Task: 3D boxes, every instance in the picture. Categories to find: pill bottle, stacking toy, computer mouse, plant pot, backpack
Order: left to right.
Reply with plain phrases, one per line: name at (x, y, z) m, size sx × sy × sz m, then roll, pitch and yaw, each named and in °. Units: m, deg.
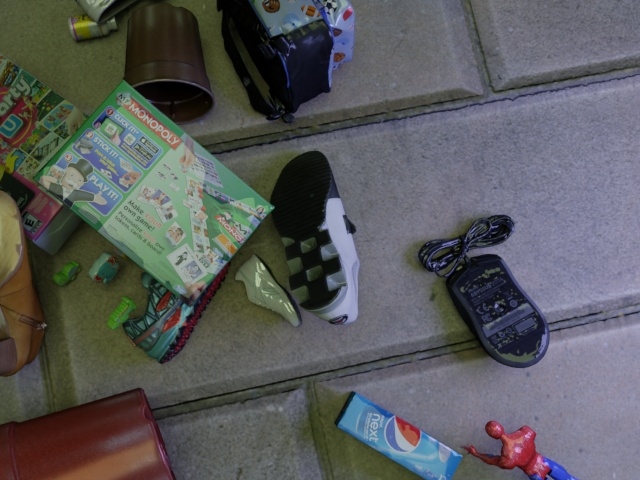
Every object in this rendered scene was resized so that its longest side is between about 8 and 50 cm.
plant pot at (-0.369, 0.368, 1.168) m, size 0.264 × 0.272 × 0.273 m, roll -20°, pitch 82°, yaw -15°
pill bottle at (-0.417, -0.395, 1.385) m, size 0.083 × 0.043 × 0.044 m, roll -13°, pitch 82°, yaw -6°
stacking toy at (-0.344, 0.018, 1.283) m, size 0.167 × 0.052 × 0.221 m, roll 29°, pitch 80°, yaw 29°
plant pot at (-0.273, -0.313, 1.331) m, size 0.166 × 0.167 × 0.165 m, roll -4°, pitch 72°, yaw -4°
backpack at (-0.068, -0.388, 1.306) m, size 0.213 × 0.276 × 0.263 m, roll -34°, pitch 78°, yaw -13°
computer mouse at (0.308, 0.102, 1.342) m, size 0.188 × 0.072 × 0.272 m, roll -23°, pitch 71°, yaw -5°

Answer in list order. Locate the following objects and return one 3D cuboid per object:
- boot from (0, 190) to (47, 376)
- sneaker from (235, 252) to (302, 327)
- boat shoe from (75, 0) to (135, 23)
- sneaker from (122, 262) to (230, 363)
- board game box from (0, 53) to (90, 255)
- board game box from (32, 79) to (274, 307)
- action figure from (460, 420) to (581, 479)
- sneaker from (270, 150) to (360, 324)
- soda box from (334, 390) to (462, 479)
boot at (-0.504, 0.069, 1.214) m, size 0.104 × 0.211 × 0.295 m, roll 3°, pitch 91°, yaw -5°
sneaker at (-0.090, 0.097, 1.326) m, size 0.061 × 0.054 × 0.152 m, roll -40°, pitch 79°, yaw 0°
boat shoe at (-0.316, -0.482, 1.370) m, size 0.267 × 0.096 × 0.088 m, roll -36°, pitch 89°, yaw -22°
sneaker at (-0.246, 0.072, 1.290) m, size 0.125 × 0.104 × 0.262 m, roll 30°, pitch 80°, yaw 4°
board game box at (-0.513, -0.155, 1.292) m, size 0.303 × 0.097 × 0.224 m, roll 34°, pitch 80°, yaw 13°
board game box at (-0.263, -0.073, 1.215) m, size 0.317 × 0.046 × 0.213 m, roll 41°, pitch 80°, yaw -4°
action figure at (0.358, 0.387, 1.293) m, size 0.280 × 0.139 × 0.091 m, roll 44°, pitch 77°, yaw -19°
sneaker at (0.000, 0.000, 1.323) m, size 0.122 × 0.146 × 0.331 m, roll -18°, pitch 58°, yaw 19°
soda box at (0.131, 0.339, 1.285) m, size 0.210 × 0.071 × 0.067 m, roll 30°, pitch 80°, yaw 2°
